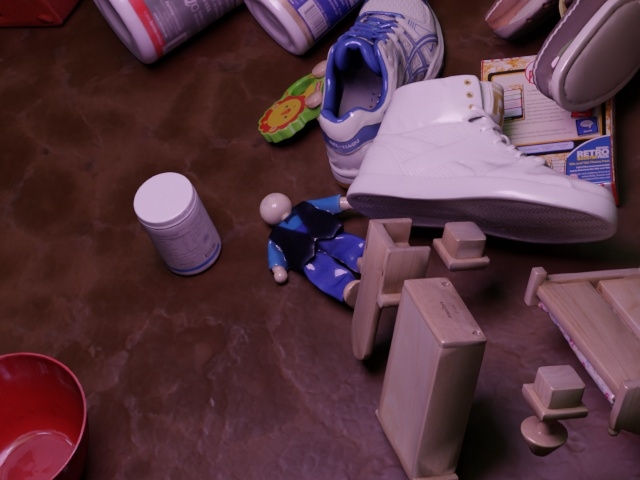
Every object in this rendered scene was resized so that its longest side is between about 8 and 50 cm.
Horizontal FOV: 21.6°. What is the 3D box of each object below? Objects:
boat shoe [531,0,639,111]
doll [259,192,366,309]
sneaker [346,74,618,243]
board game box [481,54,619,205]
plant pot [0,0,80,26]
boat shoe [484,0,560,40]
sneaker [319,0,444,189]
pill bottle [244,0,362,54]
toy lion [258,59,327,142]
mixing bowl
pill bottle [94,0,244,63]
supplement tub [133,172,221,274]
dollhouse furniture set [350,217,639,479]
[{"bbox_3d":[0.319,-0.259,1.808,0.097,0.116,0.324,26,59,32],"label":"boat shoe"},{"bbox_3d":[0.000,0.000,1.815,0.129,0.046,0.189,-48,48,-7],"label":"doll"},{"bbox_3d":[0.181,-0.095,1.727,0.292,0.108,0.169,9,66,28],"label":"sneaker"},{"bbox_3d":[0.248,-0.119,1.822,0.147,0.045,0.193,-5,54,15],"label":"board game box"},{"bbox_3d":[-0.418,-0.417,2.138,0.267,0.267,0.235,2,67,19],"label":"plant pot"},{"bbox_3d":[0.286,-0.372,1.893,0.116,0.123,0.324,40,97,11],"label":"boat shoe"},{"bbox_3d":[0.068,-0.203,1.889,0.112,0.131,0.296,-3,53,18],"label":"sneaker"},{"bbox_3d":[0.007,-0.320,1.998,0.187,0.112,0.112,-42,53,-9],"label":"pill bottle"},{"bbox_3d":[-0.027,-0.155,1.941,0.096,0.034,0.100,-21,33,26],"label":"toy lion"},{"bbox_3d":[-0.310,0.216,1.724,0.181,0.098,0.181,-8,54,12],"label":"mixing bowl"},{"bbox_3d":[-0.142,-0.356,2.050,0.283,0.161,0.161,-35,52,-9],"label":"pill bottle"},{"bbox_3d":[-0.156,-0.017,1.839,0.071,0.107,0.071,-9,52,12],"label":"supplement tub"},{"bbox_3d":[0.242,0.118,1.656,0.355,0.174,0.303,-3,34,-20],"label":"dollhouse furniture set"}]
